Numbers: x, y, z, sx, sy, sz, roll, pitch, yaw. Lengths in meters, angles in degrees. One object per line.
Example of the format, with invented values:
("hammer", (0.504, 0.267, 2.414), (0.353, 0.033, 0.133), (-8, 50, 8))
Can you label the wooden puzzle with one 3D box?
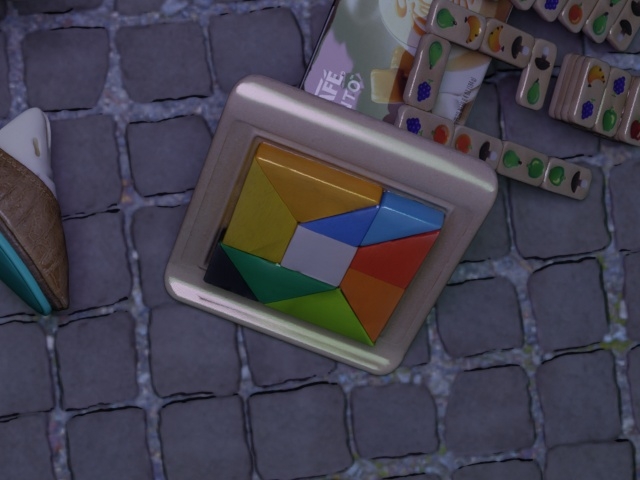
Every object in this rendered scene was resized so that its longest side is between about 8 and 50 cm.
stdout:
("wooden puzzle", (0.000, 0.000, 1.146), (0.221, 0.044, 0.238), (21, 130, -4))

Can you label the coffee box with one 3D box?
("coffee box", (0.064, -0.151, 1.191), (0.141, 0.098, 0.246), (23, 87, -5))

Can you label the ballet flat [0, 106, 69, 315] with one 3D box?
("ballet flat", (-0.304, -0.092, 1.165), (0.342, 0.116, 0.124), (42, 66, 1))

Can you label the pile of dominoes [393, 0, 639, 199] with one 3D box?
("pile of dominoes", (0.185, -0.145, 1.163), (0.251, 0.040, 0.196), (14, 93, -39))
